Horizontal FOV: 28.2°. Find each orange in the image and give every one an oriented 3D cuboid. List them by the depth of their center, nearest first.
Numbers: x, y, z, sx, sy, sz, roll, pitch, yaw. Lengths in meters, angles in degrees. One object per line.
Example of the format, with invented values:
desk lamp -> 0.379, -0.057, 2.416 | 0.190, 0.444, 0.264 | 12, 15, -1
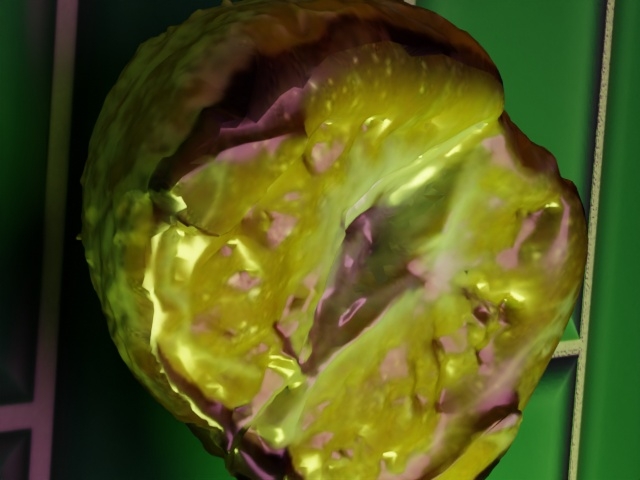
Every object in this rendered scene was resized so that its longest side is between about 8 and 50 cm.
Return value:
orange -> 0.000, 0.000, 0.760 | 0.271, 0.210, 0.368 | -46, 130, -7
